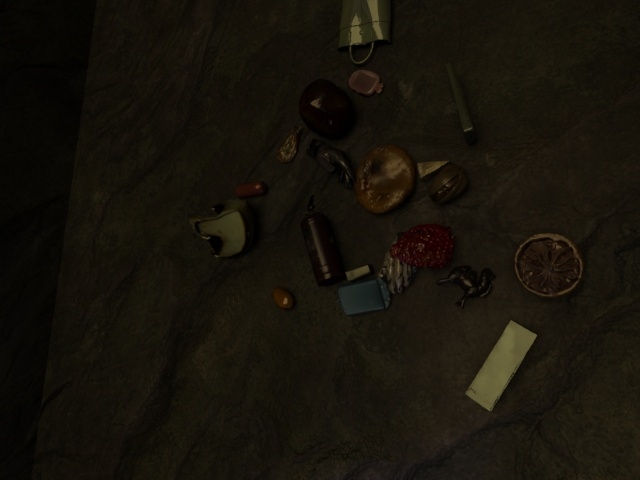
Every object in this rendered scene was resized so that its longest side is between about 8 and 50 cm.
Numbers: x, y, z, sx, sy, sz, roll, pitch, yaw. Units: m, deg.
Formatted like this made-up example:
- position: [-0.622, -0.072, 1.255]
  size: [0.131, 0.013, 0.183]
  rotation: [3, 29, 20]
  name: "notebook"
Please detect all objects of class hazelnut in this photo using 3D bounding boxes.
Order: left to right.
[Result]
- position: [0.009, -0.521, 1.681]
  size: [0.218, 0.218, 0.234]
  rotation: [-41, 65, 16]
  name: "hazelnut"

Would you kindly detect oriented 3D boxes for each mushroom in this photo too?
- position: [-0.408, -0.053, 1.865]
  size: [0.292, 0.212, 0.217]
  rotation: [-15, 118, 13]
  name: "mushroom"

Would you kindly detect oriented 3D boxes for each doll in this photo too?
- position: [0.487, 0.139, 1.385]
  size: [0.165, 0.057, 0.139]
  rotation: [-40, 63, 6]
  name: "doll"

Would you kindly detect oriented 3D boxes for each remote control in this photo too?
- position: [0.488, -0.480, 1.466]
  size: [0.038, 0.123, 0.285]
  rotation: [-18, 74, 22]
  name: "remote control"

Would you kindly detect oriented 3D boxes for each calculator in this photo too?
- position: [0.155, 0.206, 1.540]
  size: [0.210, 0.039, 0.121]
  rotation: [-16, 90, 25]
  name: "calculator"
- position: [0.186, -0.642, 1.712]
  size: [0.166, 0.024, 0.103]
  rotation: [32, 96, 30]
  name: "calculator"

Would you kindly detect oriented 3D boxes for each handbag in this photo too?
- position: [0.185, -0.884, 1.745]
  size: [0.241, 0.109, 0.315]
  rotation: [4, 96, 30]
  name: "handbag"

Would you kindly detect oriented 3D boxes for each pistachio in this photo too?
- position: [0.439, -0.193, 1.449]
  size: [0.149, 0.113, 0.113]
  rotation: [-40, 65, 21]
  name: "pistachio"

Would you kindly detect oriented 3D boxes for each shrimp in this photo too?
- position: [-0.130, -0.421, 1.831]
  size: [0.091, 0.043, 0.184]
  rotation: [32, 102, 22]
  name: "shrimp"

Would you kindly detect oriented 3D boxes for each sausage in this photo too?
- position: [-0.315, -0.228, 1.875]
  size: [0.154, 0.062, 0.062]
  rotation: [-7, 77, 28]
  name: "sausage"

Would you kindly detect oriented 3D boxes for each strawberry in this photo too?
- position: [0.341, 0.002, 1.399]
  size: [0.098, 0.228, 0.174]
  rotation: [123, 150, -55]
  name: "strawberry"

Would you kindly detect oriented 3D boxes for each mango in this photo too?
- position: [-0.154, 0.234, 1.704]
  size: [0.114, 0.057, 0.079]
  rotation: [45, 109, 30]
  name: "mango"

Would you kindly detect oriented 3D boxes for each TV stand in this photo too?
- position: [0.558, 0.380, 1.285]
  size: [0.088, 0.083, 0.269]
  rotation: [33, 97, 31]
  name: "TV stand"

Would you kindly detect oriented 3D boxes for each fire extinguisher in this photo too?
- position: [0.000, 0.000, 1.627]
  size: [0.135, 0.114, 0.337]
  rotation: [128, 129, -58]
  name: "fire extinguisher"

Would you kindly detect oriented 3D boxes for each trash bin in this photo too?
- position: [0.149, 0.122, 1.563]
  size: [0.092, 0.061, 0.043]
  rotation: [-22, 71, 22]
  name: "trash bin"

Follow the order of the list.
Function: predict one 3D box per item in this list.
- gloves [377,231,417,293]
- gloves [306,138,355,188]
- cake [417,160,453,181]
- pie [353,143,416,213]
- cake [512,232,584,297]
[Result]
- position: [0.278, 0.081, 1.469]
  size: [0.128, 0.111, 0.212]
  rotation: [15, 63, 6]
  name: "gloves"
- position: [0.042, -0.315, 1.668]
  size: [0.285, 0.142, 0.119]
  rotation: [49, 130, 26]
  name: "gloves"
- position: [0.411, -0.266, 1.504]
  size: [0.121, 0.052, 0.065]
  rotation: [-25, 67, 22]
  name: "cake"
- position: [0.237, -0.231, 1.579]
  size: [0.273, 0.069, 0.273]
  rotation: [-7, 75, 26]
  name: "pie"
- position: [0.668, 0.063, 1.235]
  size: [0.185, 0.178, 0.207]
  rotation: [-1, 77, 29]
  name: "cake"
